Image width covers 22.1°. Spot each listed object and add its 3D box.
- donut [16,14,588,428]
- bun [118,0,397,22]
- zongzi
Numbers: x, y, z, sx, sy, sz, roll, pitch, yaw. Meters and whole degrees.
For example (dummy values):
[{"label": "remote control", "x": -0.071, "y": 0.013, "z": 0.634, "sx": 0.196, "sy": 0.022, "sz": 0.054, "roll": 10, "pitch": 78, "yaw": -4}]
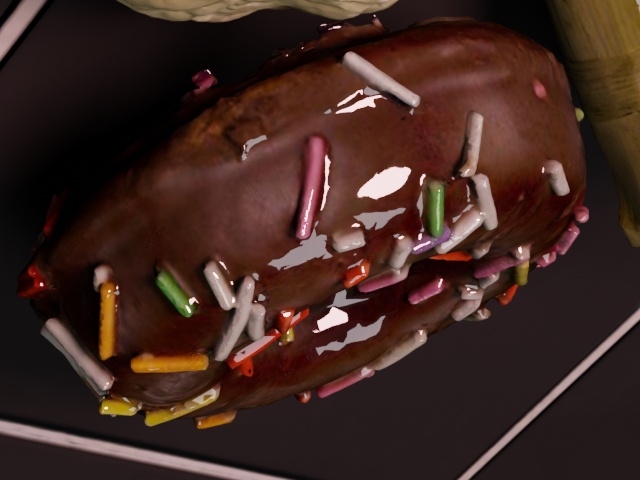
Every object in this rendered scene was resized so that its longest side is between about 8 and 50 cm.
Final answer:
[{"label": "donut", "x": 0.000, "y": 0.000, "z": 0.729, "sx": 0.270, "sy": 0.103, "sz": 0.269, "roll": -22, "pitch": 162, "yaw": -7}, {"label": "bun", "x": -0.009, "y": -0.155, "z": 0.580, "sx": 0.220, "sy": 0.134, "sz": 0.220, "roll": -18, "pitch": 145, "yaw": -13}, {"label": "zongzi", "x": 0.179, "y": -0.132, "z": 0.783, "sx": 0.094, "sy": 0.204, "sz": 0.205, "roll": -7, "pitch": 121, "yaw": 40}]
